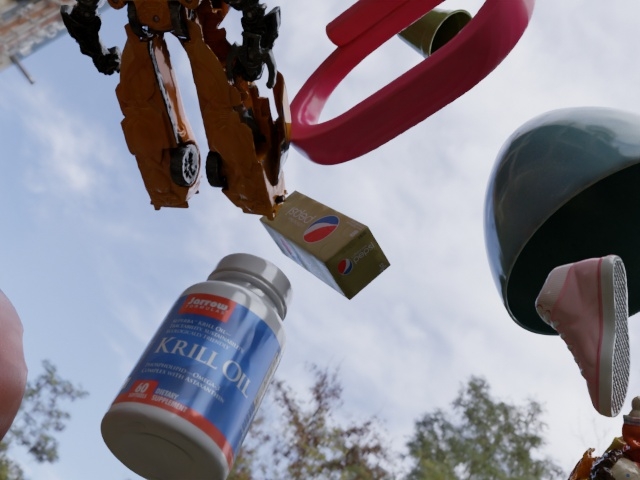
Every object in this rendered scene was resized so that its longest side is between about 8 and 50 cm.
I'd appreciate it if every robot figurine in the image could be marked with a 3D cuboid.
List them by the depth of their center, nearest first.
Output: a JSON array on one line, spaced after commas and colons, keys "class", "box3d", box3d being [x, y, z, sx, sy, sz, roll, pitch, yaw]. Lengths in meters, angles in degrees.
[{"class": "robot figurine", "box3d": [-0.123, -0.155, 0.720, 0.211, 0.085, 0.291, 6, -51, 17]}]

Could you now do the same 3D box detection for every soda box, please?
[{"class": "soda box", "box3d": [0.000, 0.000, 0.857, 0.058, 0.061, 0.181, 57, -13, -29]}]

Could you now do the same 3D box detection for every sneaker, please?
[{"class": "sneaker", "box3d": [0.220, 0.080, 0.640, 0.070, 0.134, 0.051, -7, -19, 36]}]

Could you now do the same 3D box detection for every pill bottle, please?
[{"class": "pill bottle", "box3d": [-0.106, 0.117, 0.738, 0.124, 0.221, 0.124, 12, -45, 12]}]

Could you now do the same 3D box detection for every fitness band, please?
[{"class": "fitness band", "box3d": [0.077, -0.187, 0.755, 0.291, 0.209, 0.054, -31, -52, 29]}]

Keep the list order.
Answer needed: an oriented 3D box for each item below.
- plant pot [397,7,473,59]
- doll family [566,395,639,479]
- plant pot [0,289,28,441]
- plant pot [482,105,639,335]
[{"class": "plant pot", "box3d": [0.142, -0.271, 0.983, 0.079, 0.083, 0.083, 39, -33, 37]}, {"class": "doll family", "box3d": [0.272, 0.245, 0.597, 0.118, 0.163, 0.262, 147, -79, -77]}, {"class": "plant pot", "box3d": [-0.380, 0.093, 0.567, 0.272, 0.272, 0.265, 27, -5, 17]}, {"class": "plant pot", "box3d": [0.316, -0.050, 0.930, 0.290, 0.290, 0.195, 92, -18, -45]}]
